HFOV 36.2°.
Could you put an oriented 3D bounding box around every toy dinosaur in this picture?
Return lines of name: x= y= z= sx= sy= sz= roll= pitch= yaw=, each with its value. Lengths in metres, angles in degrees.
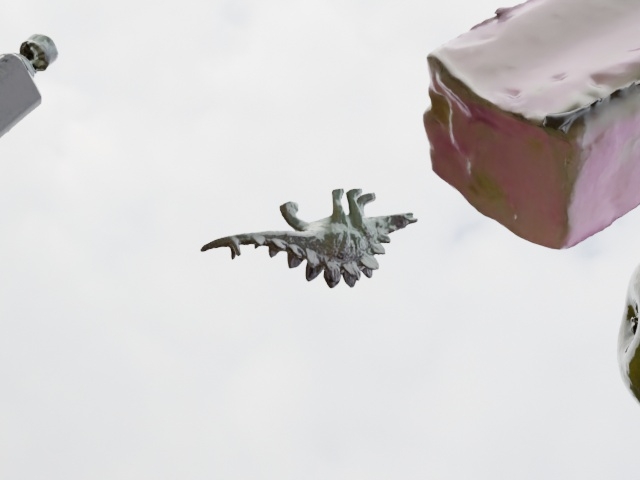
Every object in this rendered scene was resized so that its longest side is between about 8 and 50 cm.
toy dinosaur: x=0.001 y=-0.001 z=0.790 sx=0.039 sy=0.209 sz=0.082 roll=-35 pitch=-114 yaw=52

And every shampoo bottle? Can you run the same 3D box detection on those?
shampoo bottle: x=-0.358 y=-0.115 z=0.945 sx=0.098 sy=0.309 sz=0.071 roll=-6 pitch=-55 yaw=34

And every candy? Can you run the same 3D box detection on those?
candy: x=0.217 y=-0.120 z=0.713 sx=0.155 sy=0.265 sz=0.116 roll=40 pitch=-27 yaw=47

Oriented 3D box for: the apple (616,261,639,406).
apple: x=0.346 y=0.085 z=0.856 sx=0.156 sy=0.196 sz=0.196 roll=7 pitch=-57 yaw=6
